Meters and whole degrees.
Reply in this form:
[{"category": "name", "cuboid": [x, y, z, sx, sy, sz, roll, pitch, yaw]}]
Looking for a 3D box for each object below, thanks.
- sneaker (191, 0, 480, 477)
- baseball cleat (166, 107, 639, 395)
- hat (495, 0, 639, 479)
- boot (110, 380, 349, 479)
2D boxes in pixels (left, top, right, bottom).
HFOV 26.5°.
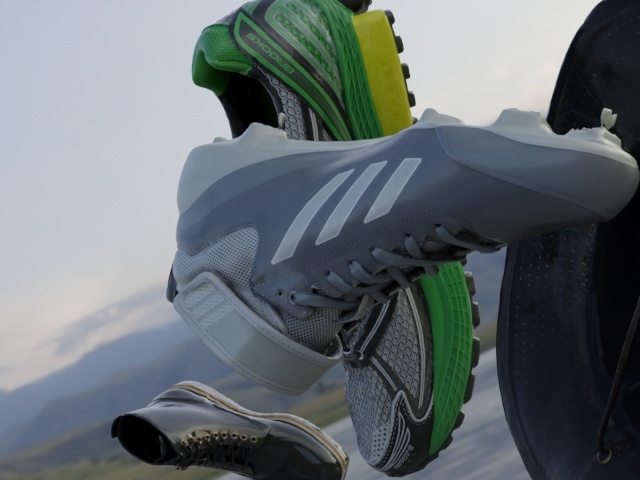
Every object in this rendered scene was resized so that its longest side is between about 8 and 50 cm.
[{"category": "sneaker", "cuboid": [0.000, 0.000, 0.928, 0.146, 0.344, 0.134, -19, 2, -27]}, {"category": "baseball cleat", "cuboid": [0.022, 0.007, 0.502, 0.072, 0.109, 0.206, 19, -12, -42]}, {"category": "hat", "cuboid": [0.219, 0.025, 0.676, 0.134, 0.331, 0.331, 3, -18, -20]}, {"category": "boot", "cuboid": [-0.085, 0.198, 1.247, 0.198, 0.077, 0.137, 16, 9, 18]}]
